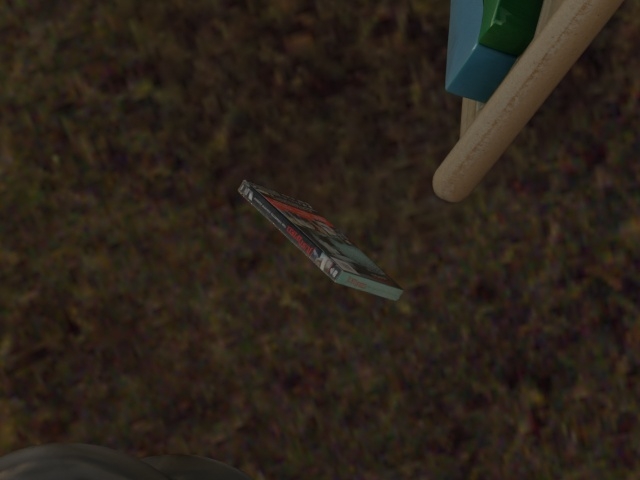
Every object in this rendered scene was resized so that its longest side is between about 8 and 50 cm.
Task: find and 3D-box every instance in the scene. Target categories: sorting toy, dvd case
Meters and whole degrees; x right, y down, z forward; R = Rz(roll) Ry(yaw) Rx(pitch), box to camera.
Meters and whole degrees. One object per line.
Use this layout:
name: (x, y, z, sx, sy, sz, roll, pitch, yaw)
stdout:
sorting toy: (0.090, -0.142, 0.641, 0.038, 0.193, 0.208, 20, 54, -11)
dvd case: (0.000, 0.000, 1.311, 0.119, 0.087, 0.013, 41, 103, 33)

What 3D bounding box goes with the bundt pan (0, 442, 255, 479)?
bundt pan: (-0.125, 0.171, 0.548, 0.330, 0.331, 0.124, -21, 59, -4)
